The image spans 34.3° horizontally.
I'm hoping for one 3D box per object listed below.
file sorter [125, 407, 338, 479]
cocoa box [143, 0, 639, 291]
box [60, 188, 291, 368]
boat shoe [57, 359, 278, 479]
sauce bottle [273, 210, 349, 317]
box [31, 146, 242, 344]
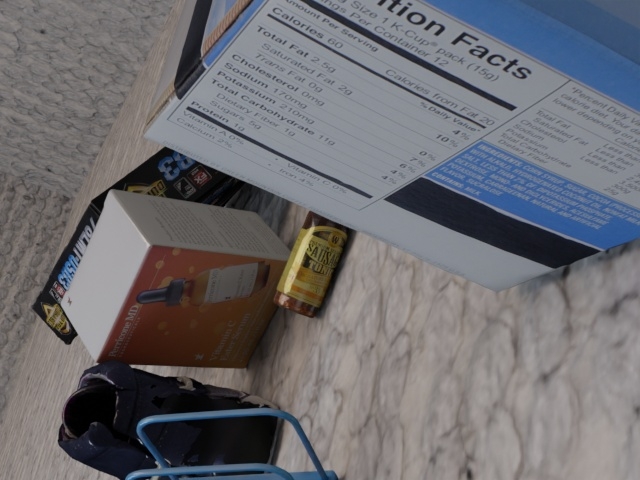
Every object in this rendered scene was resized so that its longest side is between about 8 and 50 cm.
[{"bbox_3d":[-0.064,0.200,0.635,0.104,0.118,0.170,69,-160,-45],"label":"file sorter"},{"bbox_3d":[0.092,-0.190,0.511,0.228,0.231,0.347,-31,41,61],"label":"cocoa box"},{"bbox_3d":[-0.128,0.040,0.958,0.091,0.170,0.130,47,118,40],"label":"box"},{"bbox_3d":[-0.168,0.172,0.967,0.340,0.158,0.127,-31,40,62],"label":"boat shoe"},{"bbox_3d":[0.000,0.000,0.872,0.128,0.042,0.042,-70,17,-1],"label":"sauce bottle"},{"bbox_3d":[-0.170,-0.037,1.166,0.295,0.073,0.293,-43,0,-35],"label":"box"}]
